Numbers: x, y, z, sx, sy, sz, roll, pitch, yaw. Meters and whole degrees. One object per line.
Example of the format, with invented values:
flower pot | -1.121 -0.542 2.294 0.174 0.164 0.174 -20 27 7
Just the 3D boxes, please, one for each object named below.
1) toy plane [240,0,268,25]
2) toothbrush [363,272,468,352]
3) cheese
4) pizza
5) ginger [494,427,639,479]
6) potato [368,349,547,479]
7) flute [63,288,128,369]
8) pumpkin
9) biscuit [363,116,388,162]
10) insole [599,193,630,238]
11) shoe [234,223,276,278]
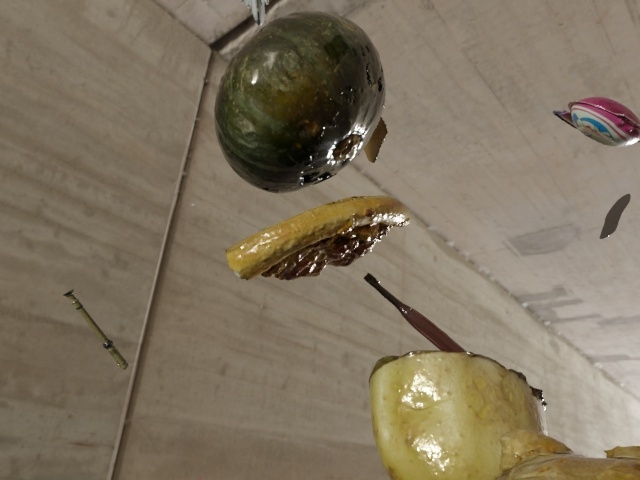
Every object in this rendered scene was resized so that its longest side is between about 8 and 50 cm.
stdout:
toy plane | -0.183 -0.706 1.473 0.162 0.065 0.171 3 -60 25
toothbrush | 0.237 0.195 1.135 0.364 0.041 0.041 40 -21 13
cheese | 0.541 -0.233 1.017 0.155 0.062 0.244 30 11 -11
pizza | 0.000 0.000 1.030 0.409 0.113 0.278 -13 -16 -32
ginger | 0.196 0.211 0.384 0.216 0.157 0.102 -13 -68 40
potato | 0.206 0.302 0.756 0.286 0.242 0.242 30 -31 -15
flute | -0.536 0.217 1.240 0.027 0.027 0.233 -21 -73 44
pumpkin | -0.043 -0.320 1.250 0.344 0.454 0.454 41 -22 12
biscuit | 0.138 -0.383 1.636 0.013 0.232 0.237 -22 -14 -14
insole | 0.592 -0.050 1.035 0.002 0.152 0.053 44 -39 1
shoe | -0.186 0.056 1.675 0.099 0.227 0.125 -9 -51 45
